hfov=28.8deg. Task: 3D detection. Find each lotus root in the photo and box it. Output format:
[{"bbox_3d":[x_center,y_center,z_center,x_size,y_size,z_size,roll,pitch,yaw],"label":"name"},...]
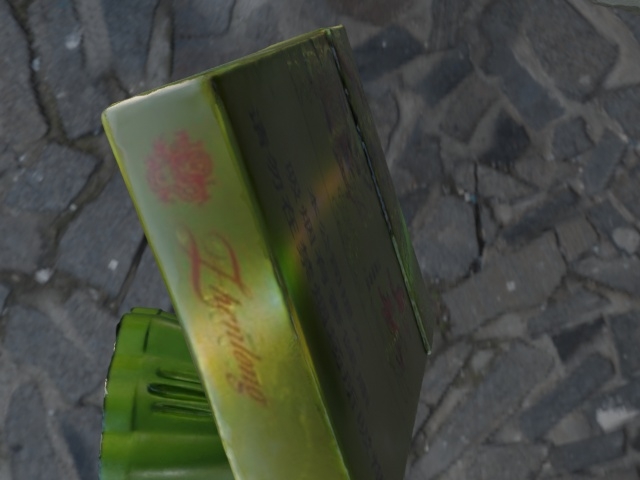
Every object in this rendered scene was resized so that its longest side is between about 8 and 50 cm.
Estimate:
[{"bbox_3d":[-0.089,0.151,1.048,0.186,0.186,0.186,1,111,3],"label":"lotus root"}]

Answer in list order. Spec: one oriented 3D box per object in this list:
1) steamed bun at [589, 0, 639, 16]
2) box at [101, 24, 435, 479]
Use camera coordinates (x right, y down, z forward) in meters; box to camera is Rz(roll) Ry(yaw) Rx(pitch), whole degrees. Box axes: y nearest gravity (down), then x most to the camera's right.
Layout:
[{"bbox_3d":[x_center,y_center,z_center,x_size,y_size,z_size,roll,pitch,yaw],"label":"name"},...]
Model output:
[{"bbox_3d":[0.292,-0.284,0.718,0.368,0.255,0.342,26,121,13],"label":"steamed bun"},{"bbox_3d":[0.000,0.000,0.536,0.043,0.311,0.173,-16,99,12],"label":"box"}]
